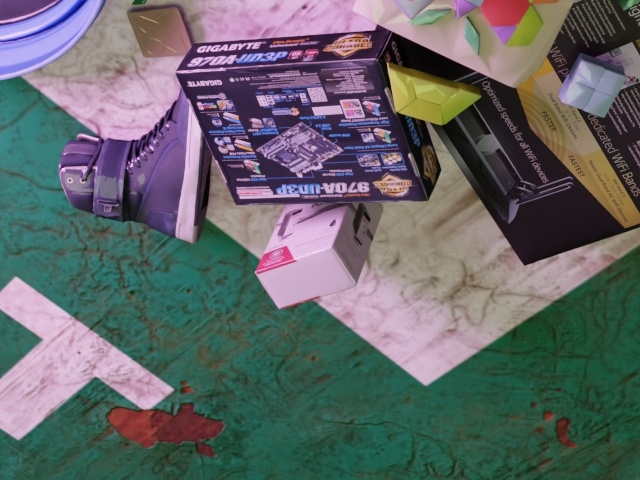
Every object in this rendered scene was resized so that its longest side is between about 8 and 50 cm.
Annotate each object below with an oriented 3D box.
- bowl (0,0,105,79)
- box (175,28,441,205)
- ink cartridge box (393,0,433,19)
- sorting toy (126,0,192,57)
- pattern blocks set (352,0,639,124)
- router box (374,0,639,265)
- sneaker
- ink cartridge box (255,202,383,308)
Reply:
[{"bbox_3d":[-0.377,-0.334,1.371,0.391,0.077,0.391,7,131,9],"label":"bowl"},{"bbox_3d":[-0.011,-0.115,1.385,0.220,0.051,0.175,-1,133,27],"label":"box"},{"bbox_3d":[0.042,-0.346,1.094,0.186,0.065,0.311,-38,106,12],"label":"ink cartridge box"},{"bbox_3d":[-0.165,-0.223,1.448,0.062,0.012,0.083,1,133,21],"label":"sorting toy"},{"bbox_3d":[0.133,-0.223,1.213,0.325,0.026,0.285,9,123,-6],"label":"pattern blocks set"},{"bbox_3d":[0.233,-0.141,1.360,0.243,0.081,0.309,-20,122,28],"label":"router box"},{"bbox_3d":[-0.194,-0.102,1.511,0.163,0.086,0.226,16,130,2],"label":"sneaker"},{"bbox_3d":[0.000,0.000,1.510,0.099,0.135,0.056,-18,119,28],"label":"ink cartridge box"}]
